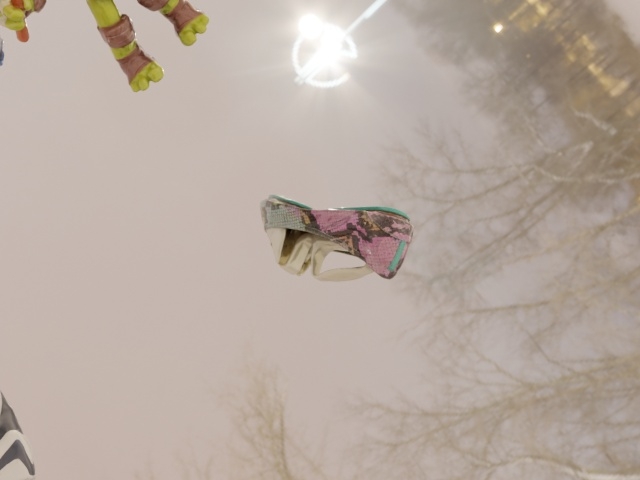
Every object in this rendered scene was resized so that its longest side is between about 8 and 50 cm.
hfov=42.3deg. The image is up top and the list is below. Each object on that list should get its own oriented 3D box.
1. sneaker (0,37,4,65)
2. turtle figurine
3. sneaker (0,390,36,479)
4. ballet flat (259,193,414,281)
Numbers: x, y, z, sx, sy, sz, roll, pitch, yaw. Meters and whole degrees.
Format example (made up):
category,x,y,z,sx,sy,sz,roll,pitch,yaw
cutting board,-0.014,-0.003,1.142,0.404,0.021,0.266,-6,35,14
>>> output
category,x,y,z,sx,sy,sz,roll,pitch,yaw
sneaker,-0.416,-0.247,1.008,0.058,0.052,0.135,15,172,-8
turtle figurine,-0.218,-0.243,0.777,0.087,0.269,0.217,22,161,41
sneaker,-0.360,0.151,0.694,0.235,0.094,0.153,3,-123,-49
ballet flat,0.000,0.000,0.822,0.077,0.079,0.222,26,170,-39
